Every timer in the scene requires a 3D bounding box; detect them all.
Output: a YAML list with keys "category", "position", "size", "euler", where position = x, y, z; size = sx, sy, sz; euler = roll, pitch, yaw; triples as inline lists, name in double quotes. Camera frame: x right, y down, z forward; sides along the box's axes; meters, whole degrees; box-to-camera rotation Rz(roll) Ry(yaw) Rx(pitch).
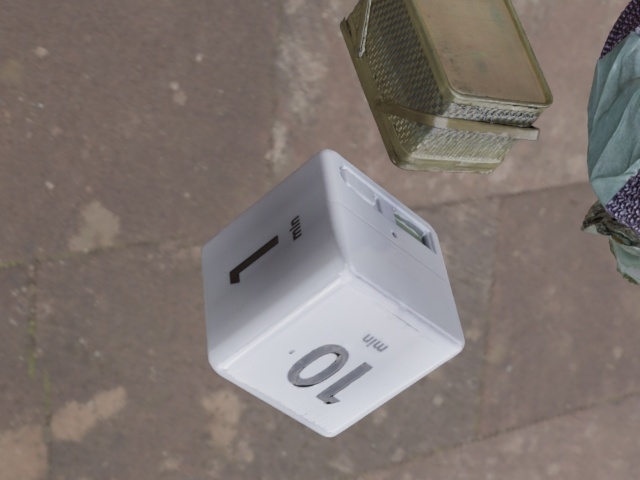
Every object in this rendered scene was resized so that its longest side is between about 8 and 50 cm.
- category: "timer"
  position: [0.008, 0.057, 1.353]
  size: [0.195, 0.194, 0.192]
  euler: [-38, 127, 23]

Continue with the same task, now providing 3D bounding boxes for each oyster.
- category: "oyster"
  position: [0.408, 0.018, 1.626]
  size: [0.087, 0.199, 0.252]
  euler: [-53, 165, 10]

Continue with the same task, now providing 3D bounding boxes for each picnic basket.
- category: "picnic basket"
  position: [0.150, -0.215, 1.543]
  size: [0.165, 0.266, 0.139]
  euler: [1, 146, -30]

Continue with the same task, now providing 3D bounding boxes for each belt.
- category: "belt"
  position: [0.388, -0.140, 1.319]
  size: [0.122, 0.324, 0.260]
  euler: [22, 134, -29]
